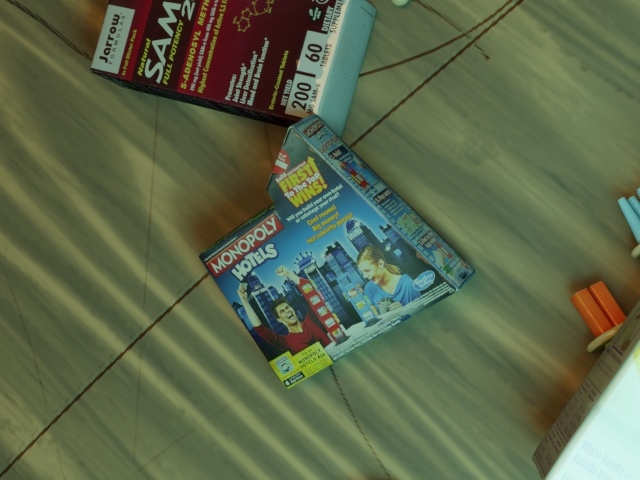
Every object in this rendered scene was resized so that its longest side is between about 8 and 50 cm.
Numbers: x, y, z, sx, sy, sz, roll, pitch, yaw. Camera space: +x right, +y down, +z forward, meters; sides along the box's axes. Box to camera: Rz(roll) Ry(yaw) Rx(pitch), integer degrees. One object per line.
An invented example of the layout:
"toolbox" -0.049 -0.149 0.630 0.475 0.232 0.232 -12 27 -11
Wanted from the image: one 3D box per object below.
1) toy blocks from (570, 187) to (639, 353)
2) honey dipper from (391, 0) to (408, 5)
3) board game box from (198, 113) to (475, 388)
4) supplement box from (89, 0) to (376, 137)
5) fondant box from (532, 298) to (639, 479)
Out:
"toy blocks" 0.263 0.043 1.253 0.123 0.054 0.148 -32 73 13
"honey dipper" 0.136 -0.244 1.357 0.161 0.030 0.030 -21 76 20
"board game box" 0.000 0.000 1.323 0.194 0.060 0.194 -32 92 26
"supplement box" -0.082 -0.186 1.404 0.239 0.073 0.130 14 88 22
"fondant box" 0.352 0.108 1.152 0.238 0.096 0.330 33 94 1
